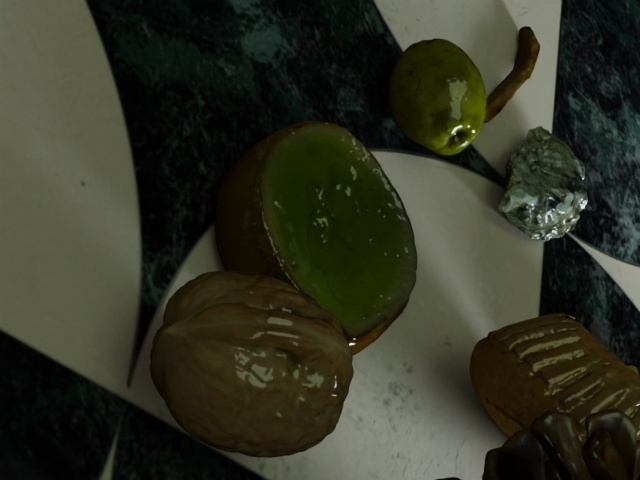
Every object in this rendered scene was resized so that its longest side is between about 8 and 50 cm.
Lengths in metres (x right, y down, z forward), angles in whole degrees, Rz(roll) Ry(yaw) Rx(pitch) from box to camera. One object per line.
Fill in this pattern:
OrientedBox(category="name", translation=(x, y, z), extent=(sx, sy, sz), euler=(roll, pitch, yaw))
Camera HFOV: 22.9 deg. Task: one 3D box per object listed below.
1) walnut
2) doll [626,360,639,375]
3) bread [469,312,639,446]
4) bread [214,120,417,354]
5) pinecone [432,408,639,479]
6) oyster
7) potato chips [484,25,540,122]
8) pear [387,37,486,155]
OrientedBox(category="walnut", translation=(-0.061, 0.100, 1.318), extent=(0.184, 0.155, 0.155), euler=(18, 58, -38))
OrientedBox(category="doll", translation=(0.329, 0.270, 1.703), extent=(0.117, 0.086, 0.291), euler=(-3, 69, -5))
OrientedBox(category="bread", translation=(0.252, 0.169, 1.570), extent=(0.240, 0.139, 0.240), euler=(45, 0, 0))
OrientedBox(category="bread", translation=(0.000, 0.000, 1.501), extent=(0.236, 0.070, 0.236), euler=(25, 53, -38))
OrientedBox(category="pinecone", translation=(0.218, 0.301, 1.311), extent=(0.384, 0.384, 0.384), euler=(24, 54, -38))
OrientedBox(category="oyster", translation=(0.257, -0.062, 1.818), extent=(0.125, 0.064, 0.177), euler=(43, 44, -16))
OrientedBox(category="potato chips", translation=(0.224, -0.192, 1.876), extent=(0.037, 0.026, 0.204), euler=(48, 43, -14))
OrientedBox(category="pear", translation=(0.124, -0.156, 1.693), extent=(0.107, 0.107, 0.131), euler=(7, 53, -45))
